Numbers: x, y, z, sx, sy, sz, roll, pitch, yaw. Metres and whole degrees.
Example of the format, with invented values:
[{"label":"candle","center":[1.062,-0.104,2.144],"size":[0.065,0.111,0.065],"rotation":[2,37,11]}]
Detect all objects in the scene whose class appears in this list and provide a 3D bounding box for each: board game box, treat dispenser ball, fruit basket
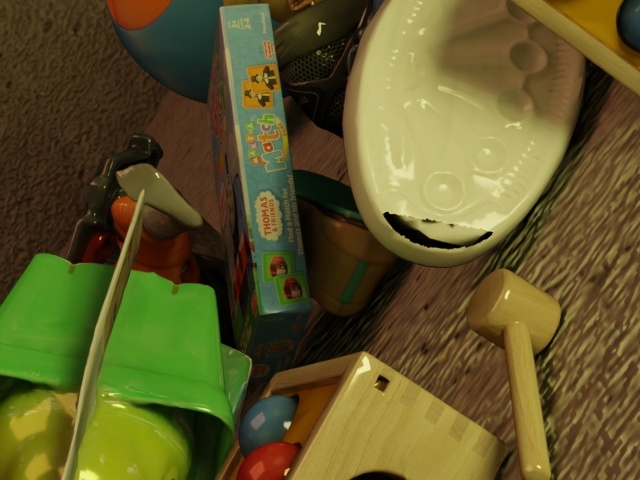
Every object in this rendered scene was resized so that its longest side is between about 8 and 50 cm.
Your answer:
[{"label":"board game box","center":[-0.044,-0.027,1.101],"size":[0.160,0.039,0.212],"rotation":[109,156,-68]},{"label":"treat dispenser ball","center":[-0.091,-0.287,1.762],"size":[0.288,0.288,0.288],"rotation":[-53,12,16]},{"label":"fruit basket","center":[-0.132,0.202,0.888],"size":[0.327,0.165,0.353],"rotation":[105,169,-48]}]

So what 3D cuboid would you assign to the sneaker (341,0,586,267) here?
[{"label":"sneaker","center":[0.077,-0.085,1.014],"size":[0.236,0.130,0.323],"rotation":[104,176,-61]}]

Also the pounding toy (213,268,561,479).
[{"label":"pounding toy","center":[0.024,0.090,0.736],"size":[0.206,0.094,0.181],"rotation":[-60,12,-18]}]

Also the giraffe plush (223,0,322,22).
[{"label":"giraffe plush","center":[0.018,-0.193,1.340],"size":[0.181,0.170,0.210],"rotation":[-54,12,8]}]

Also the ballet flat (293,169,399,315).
[{"label":"ballet flat","center":[0.000,0.000,1.138],"size":[0.232,0.080,0.073],"rotation":[-123,53,-79]}]

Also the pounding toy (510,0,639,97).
[{"label":"pounding toy","center":[0.156,-0.157,0.785],"size":[0.141,0.130,0.100],"rotation":[-49,14,31]}]

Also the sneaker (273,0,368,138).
[{"label":"sneaker","center":[0.084,-0.144,1.196],"size":[0.227,0.130,0.087],"rotation":[-30,2,-12]}]

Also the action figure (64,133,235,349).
[{"label":"action figure","center":[-0.138,0.095,1.232],"size":[0.330,0.178,0.341],"rotation":[6,-79,-83]}]
